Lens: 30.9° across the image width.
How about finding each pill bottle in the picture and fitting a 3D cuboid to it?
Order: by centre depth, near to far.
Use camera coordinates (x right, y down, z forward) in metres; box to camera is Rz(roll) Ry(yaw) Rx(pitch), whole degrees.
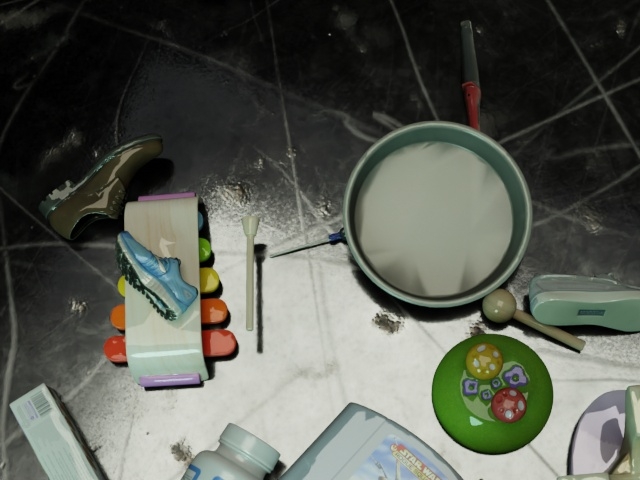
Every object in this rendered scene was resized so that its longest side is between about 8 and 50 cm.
[{"bbox_3d":[-0.151,0.380,1.663,0.124,0.124,0.221,30,75,12],"label":"pill bottle"}]

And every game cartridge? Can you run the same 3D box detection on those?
[{"bbox_3d":[0.105,0.384,1.686,0.297,0.062,0.198,40,82,15],"label":"game cartridge"}]

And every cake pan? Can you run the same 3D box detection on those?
[{"bbox_3d":[0.180,-0.039,1.804,0.293,0.054,0.293,0,81,0],"label":"cake pan"}]

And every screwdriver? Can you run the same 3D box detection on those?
[{"bbox_3d":[0.000,0.000,1.838,0.170,0.025,0.024,-15,71,-3],"label":"screwdriver"}]

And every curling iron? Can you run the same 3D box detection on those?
[{"bbox_3d":[0.235,-0.241,1.902,0.068,0.035,0.274,4,72,4],"label":"curling iron"}]

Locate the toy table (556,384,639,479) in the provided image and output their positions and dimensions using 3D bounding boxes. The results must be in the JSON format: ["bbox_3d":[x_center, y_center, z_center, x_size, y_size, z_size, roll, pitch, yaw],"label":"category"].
[{"bbox_3d":[0.447,0.337,1.626,0.252,0.161,0.274,-16,72,-2],"label":"toy table"}]

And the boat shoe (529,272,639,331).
[{"bbox_3d":[0.426,0.082,1.755,0.227,0.079,0.081,3,46,-7],"label":"boat shoe"}]

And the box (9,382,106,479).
[{"bbox_3d":[-0.353,0.363,1.712,0.067,0.063,0.324,-33,72,-6],"label":"box"}]

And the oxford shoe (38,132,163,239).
[{"bbox_3d":[-0.333,-0.083,1.861,0.227,0.083,0.096,-39,78,1],"label":"oxford shoe"}]

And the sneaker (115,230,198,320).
[{"bbox_3d":[-0.247,0.046,1.740,0.073,0.063,0.162,-36,76,-28],"label":"sneaker"}]

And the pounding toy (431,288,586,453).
[{"bbox_3d":[0.271,0.193,1.711,0.183,0.110,0.237,30,76,12],"label":"pounding toy"}]

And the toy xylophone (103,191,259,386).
[{"bbox_3d":[-0.210,0.067,1.796,0.236,0.081,0.322,3,71,4],"label":"toy xylophone"}]
